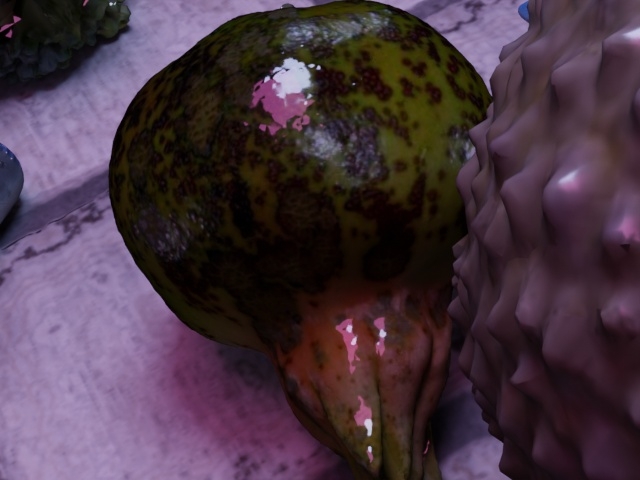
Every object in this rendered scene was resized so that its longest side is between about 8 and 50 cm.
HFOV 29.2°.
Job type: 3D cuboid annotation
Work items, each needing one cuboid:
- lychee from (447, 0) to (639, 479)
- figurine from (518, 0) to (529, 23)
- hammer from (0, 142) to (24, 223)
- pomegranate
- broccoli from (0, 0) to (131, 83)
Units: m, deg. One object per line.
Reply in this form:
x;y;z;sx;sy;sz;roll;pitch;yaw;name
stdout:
0.244;-0.009;0.472;0.380;0.380;0.432;19;97;33;lychee
0.201;-0.158;0.845;0.114;0.079;0.114;3;49;-3;figurine
-0.315;-0.029;0.903;0.194;0.069;0.116;4;50;29;hammer
0.016;-0.004;0.685;0.204;0.222;0.276;-37;79;-27;pomegranate
-0.312;-0.289;1.010;0.317;0.277;0.338;-9;51;20;broccoli
